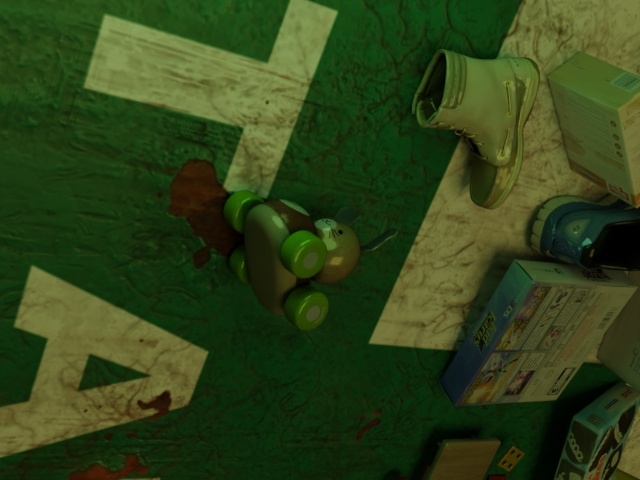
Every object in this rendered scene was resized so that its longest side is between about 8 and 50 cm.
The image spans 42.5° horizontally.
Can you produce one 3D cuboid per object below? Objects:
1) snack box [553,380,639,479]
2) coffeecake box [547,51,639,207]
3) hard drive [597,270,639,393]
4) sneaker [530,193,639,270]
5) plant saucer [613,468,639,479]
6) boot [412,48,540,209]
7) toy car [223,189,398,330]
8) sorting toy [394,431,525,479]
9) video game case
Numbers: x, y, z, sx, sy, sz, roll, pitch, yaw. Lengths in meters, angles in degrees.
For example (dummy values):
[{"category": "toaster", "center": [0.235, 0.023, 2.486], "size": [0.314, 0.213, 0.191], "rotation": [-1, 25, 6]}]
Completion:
[{"category": "snack box", "center": [0.530, 0.453, 1.630], "size": [0.187, 0.060, 0.322], "rotation": [-19, 127, -42]}, {"category": "coffeecake box", "center": [0.413, -0.158, 1.180], "size": [0.068, 0.142, 0.186], "rotation": [-35, 130, -8]}, {"category": "hard drive", "center": [0.639, 0.202, 1.389], "size": [0.047, 0.353, 0.233], "rotation": [-2, 118, -28]}, {"category": "sneaker", "center": [0.502, -0.008, 1.320], "size": [0.329, 0.147, 0.130], "rotation": [-13, 123, -25]}, {"category": "plant saucer", "center": [0.632, 0.600, 1.822], "size": [0.188, 0.045, 0.188], "rotation": [30, 99, -39]}, {"category": "boot", "center": [0.197, -0.145, 1.103], "size": [0.165, 0.077, 0.213], "rotation": [-1, 113, -31]}, {"category": "toy car", "center": [0.000, 0.000, 1.031], "size": [0.188, 0.155, 0.149], "rotation": [-23, 127, -30]}, {"category": "sorting toy", "center": [0.244, 0.400, 1.471], "size": [0.274, 0.046, 0.132], "rotation": [7, 113, -33]}, {"category": "video game case", "center": [0.356, 0.156, 1.359], "size": [0.244, 0.061, 0.270], "rotation": [4, 125, -33]}]
